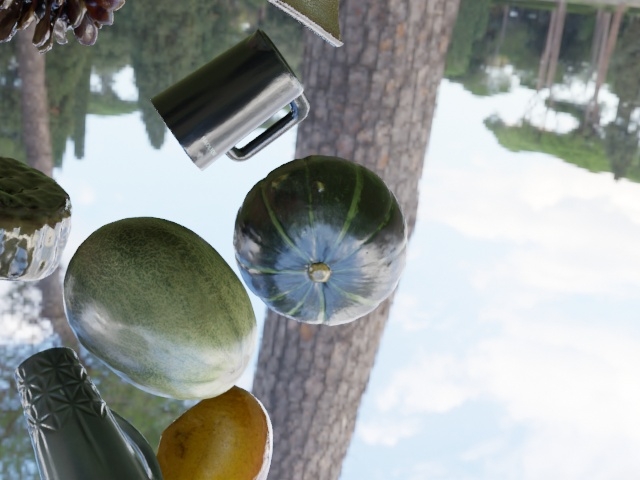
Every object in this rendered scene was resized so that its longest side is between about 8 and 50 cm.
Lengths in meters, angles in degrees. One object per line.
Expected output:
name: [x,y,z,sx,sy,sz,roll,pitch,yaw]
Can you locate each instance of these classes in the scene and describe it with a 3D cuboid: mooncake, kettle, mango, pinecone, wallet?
mooncake: [-0.606,-0.048,1.789,0.290,0.161,0.290,22,-163,-7]
kettle: [-0.192,-0.304,2.223,0.308,0.262,0.203,-35,-161,1]
mango: [-0.203,0.399,1.667,0.199,0.201,0.350,-8,-148,25]
pinecone: [-0.423,-0.402,1.382,0.264,0.264,0.264,6,-164,-2]
wallet: [-0.035,-0.432,1.661,0.039,0.133,0.243,-12,166,27]

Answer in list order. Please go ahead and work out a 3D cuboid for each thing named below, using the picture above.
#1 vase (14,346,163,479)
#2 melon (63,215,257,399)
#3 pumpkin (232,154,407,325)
vase: [-0.361,0.311,1.469,0.251,0.156,0.301,11,-139,-54]
melon: [-0.241,0.102,1.459,0.329,0.248,0.248,34,-154,22]
pumpkin: [0.000,0.000,1.752,0.323,0.323,0.241,3,-153,-10]
